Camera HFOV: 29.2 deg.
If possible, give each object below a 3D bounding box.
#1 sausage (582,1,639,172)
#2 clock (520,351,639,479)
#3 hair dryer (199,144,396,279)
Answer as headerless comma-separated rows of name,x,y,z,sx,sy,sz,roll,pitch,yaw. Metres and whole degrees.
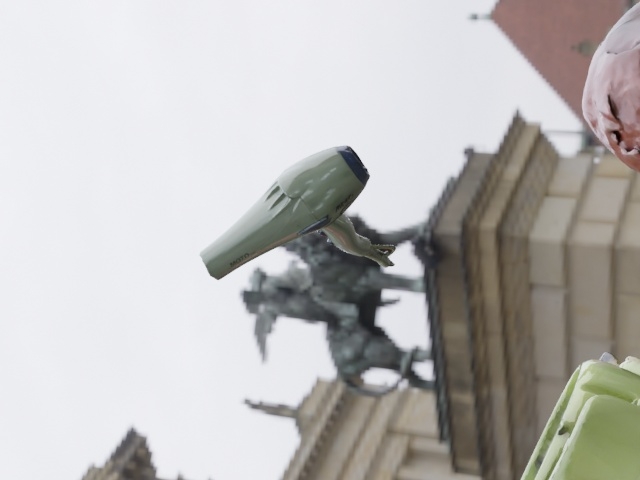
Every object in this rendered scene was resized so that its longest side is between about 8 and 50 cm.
sausage,0.329,-0.150,1.116,0.279,0.152,0.152,-46,-43,-55
clock,0.153,0.143,0.710,0.170,0.069,0.232,-69,-10,16
hair dryer,-0.020,0.005,1.130,0.199,0.167,0.067,66,178,-57
